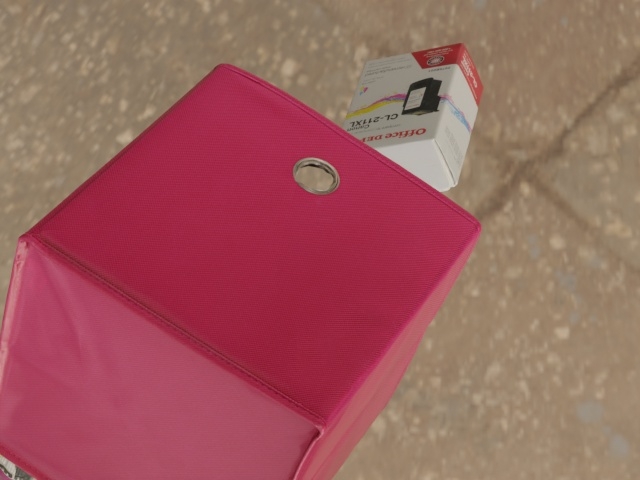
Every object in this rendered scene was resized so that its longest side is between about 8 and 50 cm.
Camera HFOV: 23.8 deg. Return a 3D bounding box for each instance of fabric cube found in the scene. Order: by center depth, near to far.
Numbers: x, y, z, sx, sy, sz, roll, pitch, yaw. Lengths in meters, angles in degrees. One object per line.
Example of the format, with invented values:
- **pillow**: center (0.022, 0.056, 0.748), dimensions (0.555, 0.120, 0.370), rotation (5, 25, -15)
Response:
- **fabric cube**: center (-0.073, 0.069, 1.173), dimensions (0.254, 0.258, 0.259), rotation (33, 136, 10)

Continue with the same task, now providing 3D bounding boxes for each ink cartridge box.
- **ink cartridge box**: center (0.100, -0.132, 1.701), dimensions (0.127, 0.175, 0.072), rotation (-8, 130, 25)

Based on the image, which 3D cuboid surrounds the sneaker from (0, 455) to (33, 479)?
- **sneaker**: center (-0.384, 0.269, 1.870), dimensions (0.083, 0.035, 0.031), rotation (28, 89, 11)

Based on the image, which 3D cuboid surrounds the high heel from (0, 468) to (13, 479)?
- **high heel**: center (-0.383, 0.204, 1.997), dimensions (0.117, 0.244, 0.082), rotation (-12, 137, 29)
